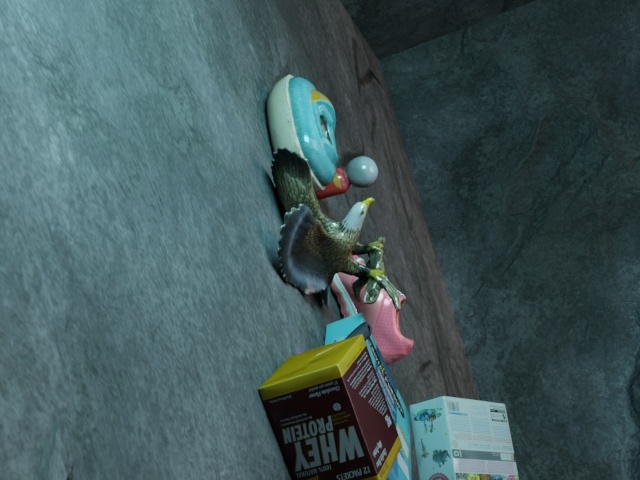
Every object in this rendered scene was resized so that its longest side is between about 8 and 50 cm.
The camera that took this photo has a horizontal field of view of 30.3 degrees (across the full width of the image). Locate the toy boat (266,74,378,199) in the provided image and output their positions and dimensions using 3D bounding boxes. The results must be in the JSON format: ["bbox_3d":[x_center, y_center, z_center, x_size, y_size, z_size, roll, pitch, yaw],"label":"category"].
[{"bbox_3d":[0.004,-0.195,2.402,0.318,0.148,0.267,54,21,-52],"label":"toy boat"}]

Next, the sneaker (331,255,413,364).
[{"bbox_3d":[0.101,0.107,2.392,0.116,0.136,0.313,21,50,-75],"label":"sneaker"}]

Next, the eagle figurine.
[{"bbox_3d":[0.006,-0.010,2.155,0.298,0.225,0.226,27,-8,-30],"label":"eagle figurine"}]

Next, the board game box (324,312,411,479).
[{"bbox_3d":[0.084,0.327,2.121,0.336,0.079,0.253,-84,152,-63],"label":"board game box"}]

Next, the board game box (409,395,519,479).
[{"bbox_3d":[0.292,0.468,2.305,0.224,0.098,0.303,15,60,-45],"label":"board game box"}]

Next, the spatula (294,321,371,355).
[{"bbox_3d":[0.020,0.199,2.016,0.296,0.030,0.084,-29,102,-55],"label":"spatula"}]

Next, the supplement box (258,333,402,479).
[{"bbox_3d":[0.020,0.271,1.796,0.191,0.129,0.194,-36,107,-74],"label":"supplement box"}]
